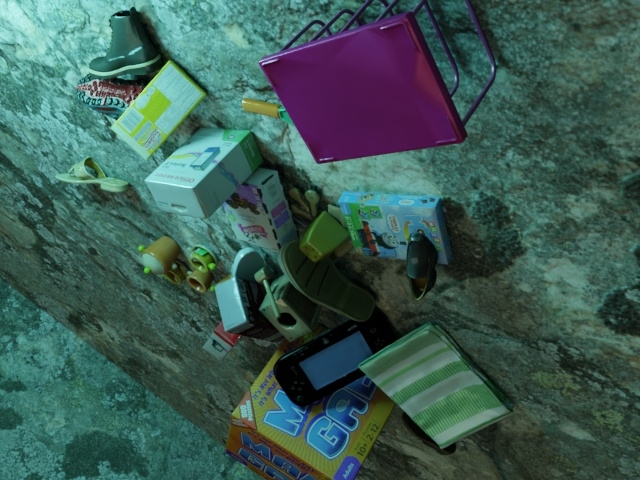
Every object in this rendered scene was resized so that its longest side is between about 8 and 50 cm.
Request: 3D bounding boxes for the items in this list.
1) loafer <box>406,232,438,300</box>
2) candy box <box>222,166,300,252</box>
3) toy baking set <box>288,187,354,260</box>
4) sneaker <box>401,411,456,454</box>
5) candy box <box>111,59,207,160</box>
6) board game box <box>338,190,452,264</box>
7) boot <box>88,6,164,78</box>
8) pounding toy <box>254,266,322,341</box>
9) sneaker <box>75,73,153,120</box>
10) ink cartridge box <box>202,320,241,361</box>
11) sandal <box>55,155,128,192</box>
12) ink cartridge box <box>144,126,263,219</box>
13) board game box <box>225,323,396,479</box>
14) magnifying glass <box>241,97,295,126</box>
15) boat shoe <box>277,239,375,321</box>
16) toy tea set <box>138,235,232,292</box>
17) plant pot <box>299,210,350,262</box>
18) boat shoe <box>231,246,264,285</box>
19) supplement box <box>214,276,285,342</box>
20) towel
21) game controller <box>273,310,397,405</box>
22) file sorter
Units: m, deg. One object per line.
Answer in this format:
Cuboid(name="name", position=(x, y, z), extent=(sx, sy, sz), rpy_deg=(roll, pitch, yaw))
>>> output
Cuboid(name="loafer", position=(0.205, 0.055, 1.449), extent=(0.062, 0.061, 0.170), rpy_deg=(9, 140, 27))
Cuboid(name="candy box", position=(-0.152, -0.078, 1.653), extent=(0.165, 0.070, 0.196), rpy_deg=(16, 137, 39))
Cuboid(name="toy baking set", position=(-0.008, -0.035, 1.645), extent=(0.197, 0.030, 0.256), rpy_deg=(39, 147, 1))
Cuboid(name="sneaker", position=(0.305, 0.569, 2.066), extent=(0.188, 0.066, 0.071), rpy_deg=(38, 148, -1))
Cuboid(name="candy box", position=(-0.353, -0.283, 1.542), extent=(0.105, 0.027, 0.206), rpy_deg=(43, 106, -13))
Cuboid(name="board game box", position=(0.157, -0.027, 1.470), extent=(0.212, 0.039, 0.160), rpy_deg=(5, 136, 28))
Cuboid(name="boot", position=(-0.441, -0.429, 1.525), extent=(0.198, 0.076, 0.137), rpy_deg=(-1, 128, 26))
Cuboid(name="pounding toy", position=(-0.109, 0.159, 1.815), extent=(0.094, 0.181, 0.206), rpy_deg=(-31, 110, 32))
Cuboid(name="sneaker", position=(-0.427, -0.317, 1.643), extent=(0.262, 0.104, 0.125), rpy_deg=(20, 173, 12))
Cuboid(name="ink cartridge box", position=(-0.270, 0.270, 2.163), extent=(0.078, 0.134, 0.231), rpy_deg=(38, 146, -1))
Cuboid(name="sandal", position=(-0.646, -0.199, 2.008), extent=(0.240, 0.088, 0.079), rpy_deg=(13, 109, 21))
Cuboid(name="ink cartridge box", position=(-0.253, -0.152, 1.552), extent=(0.154, 0.212, 0.093), rpy_deg=(11, 139, 35))
Cuboid(name="board game box", position=(-0.019, 0.507, 2.020), extent=(0.357, 0.356, 0.356), rpy_deg=(31, 147, 9))
Cuboid(name="magnifying glass", position=(-0.059, -0.253, 1.421), extent=(0.231, 0.026, 0.092), rpy_deg=(18, 143, 27))
Cuboid(name="boat shoe", position=(-0.003, 0.100, 1.695), extent=(0.302, 0.113, 0.103), rpy_deg=(42, 162, -31))
Cuboid(name="toy tea set", position=(-0.389, 0.105, 2.077), extent=(0.336, 0.124, 0.200), rpy_deg=(11, 139, 34))
Cuboid(name="plant pot", position=(0.000, 0.000, 1.573), extent=(0.081, 0.083, 0.081), rpy_deg=(44, 147, -4))
Cuboid(name="boat shoe", position=(-0.209, 0.094, 1.925), extent=(0.084, 0.095, 0.258), rpy_deg=(50, 153, 30))
Cuboid(name="supplement box", position=(-0.168, 0.186, 1.864), extent=(0.073, 0.130, 0.239), rpy_deg=(-27, 155, 21))
Cuboid(name="towel", position=(0.291, 0.369, 1.766), extent=(0.248, 0.038, 0.325), rpy_deg=(-37, 105, 28))
Cuboid(name="game controller", position=(0.041, 0.301, 1.808), extent=(0.166, 0.319, 0.067), rpy_deg=(61, -179, -34))
Cuboid(name="file sorter", position=(0.097, -0.269, 1.113), extent=(0.291, 0.182, 0.202), rpy_deg=(-3, 129, 43))
